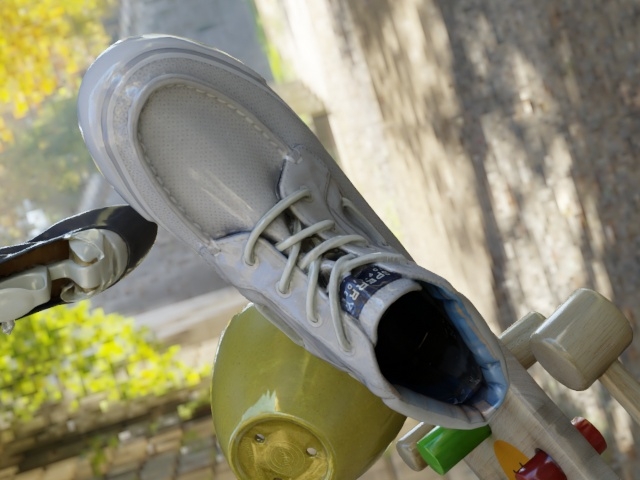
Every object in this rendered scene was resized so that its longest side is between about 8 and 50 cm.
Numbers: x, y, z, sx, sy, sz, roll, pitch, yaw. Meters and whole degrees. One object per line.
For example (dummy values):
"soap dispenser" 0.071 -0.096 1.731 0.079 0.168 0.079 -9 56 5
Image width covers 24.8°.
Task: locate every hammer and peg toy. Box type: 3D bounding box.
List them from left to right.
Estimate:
"hammer and peg toy" 0.198 0.192 1.204 0.266 0.127 0.361 50 164 11

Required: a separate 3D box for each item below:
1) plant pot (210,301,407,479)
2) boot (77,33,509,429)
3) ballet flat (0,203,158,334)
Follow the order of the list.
"plant pot" -0.014 0.112 0.918 0.095 0.134 0.134 -67 -36 -60
"boot" 0.000 0.000 0.712 0.258 0.095 0.123 40 176 -37
"ballet flat" -0.207 0.028 1.116 0.074 0.203 0.074 44 144 45
